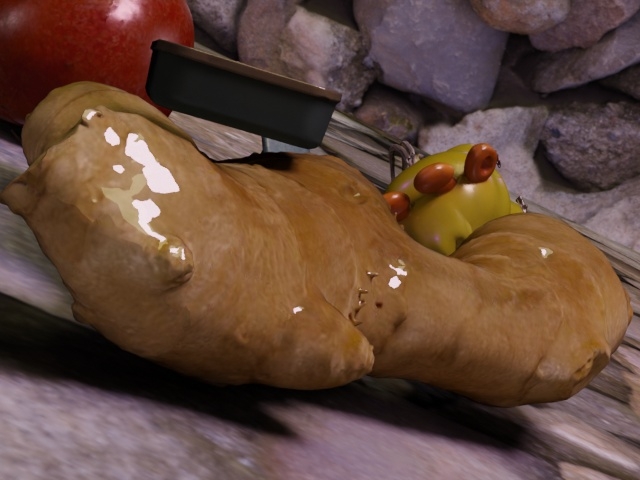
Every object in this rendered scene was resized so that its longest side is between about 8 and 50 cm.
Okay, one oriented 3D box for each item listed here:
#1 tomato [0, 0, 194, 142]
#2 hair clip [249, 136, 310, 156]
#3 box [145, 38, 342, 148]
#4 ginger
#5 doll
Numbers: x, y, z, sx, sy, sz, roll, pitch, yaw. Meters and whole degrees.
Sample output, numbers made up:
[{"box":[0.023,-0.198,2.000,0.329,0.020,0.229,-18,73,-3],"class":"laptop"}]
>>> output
[{"box":[-0.165,-0.135,0.972,0.167,0.167,0.167,25,9,-4],"class":"tomato"},{"box":[0.001,-0.003,0.972,0.048,0.083,0.275,28,13,-32],"class":"hair clip"},{"box":[-0.042,-0.073,0.697,0.091,0.031,0.126,15,5,-11],"class":"box"},{"box":[0.006,0.020,0.697,0.363,0.122,0.348,26,13,-7],"class":"ginger"},{"box":[0.109,-0.036,1.223,0.135,0.143,0.221,64,20,13],"class":"doll"}]
